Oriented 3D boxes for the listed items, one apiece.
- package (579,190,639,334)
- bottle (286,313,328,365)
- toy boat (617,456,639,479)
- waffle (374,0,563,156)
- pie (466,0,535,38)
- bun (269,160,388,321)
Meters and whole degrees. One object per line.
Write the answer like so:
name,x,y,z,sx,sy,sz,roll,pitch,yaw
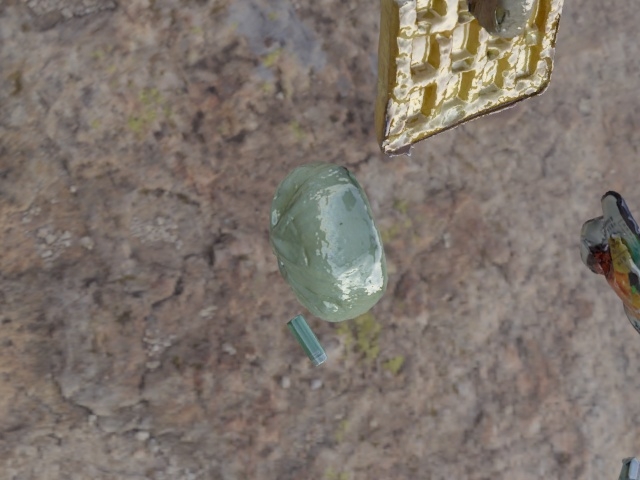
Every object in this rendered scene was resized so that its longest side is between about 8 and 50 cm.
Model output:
package,0.334,0.064,1.044,0.040,0.166,0.232,-28,81,-7
bottle,-0.020,0.158,1.619,0.030,0.030,0.083,-30,84,-37
toy boat,0.444,0.359,1.397,0.114,0.262,0.115,28,79,-8
waffle,0.232,-0.307,1.599,0.348,0.077,0.304,-23,139,-23
pie,0.179,-0.298,1.019,0.046,0.195,0.195,-2,81,-6
bun,0.000,0.000,1.212,0.118,0.195,0.196,-17,92,-6
